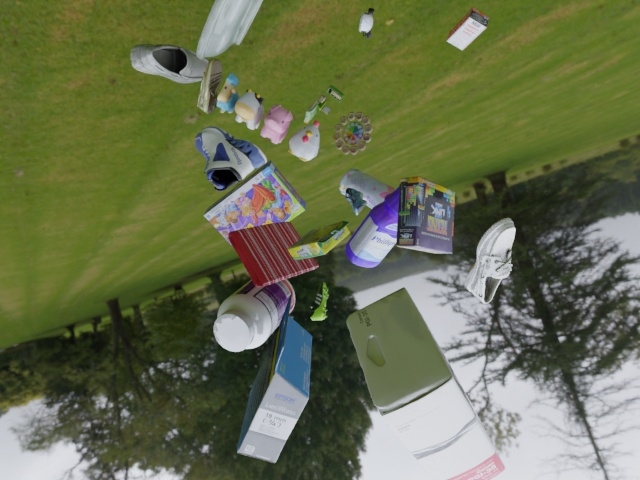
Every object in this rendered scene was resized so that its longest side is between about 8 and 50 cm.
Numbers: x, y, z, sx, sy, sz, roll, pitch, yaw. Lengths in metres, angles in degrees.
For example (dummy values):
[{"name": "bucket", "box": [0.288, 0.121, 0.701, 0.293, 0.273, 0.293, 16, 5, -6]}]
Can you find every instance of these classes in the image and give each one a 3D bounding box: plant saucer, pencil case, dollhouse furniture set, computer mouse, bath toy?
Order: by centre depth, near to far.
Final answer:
[{"name": "plant saucer", "box": [-0.234, -0.696, 1.376, 0.100, 0.401, 0.400, 26, 157, -17]}, {"name": "bath toy", "box": [-0.149, -0.380, 1.470, 0.129, 0.348, 0.151, -59, -176, 18]}, {"name": "dollhouse furniture set", "box": [0.010, -0.443, 1.564, 0.152, 0.058, 0.076, -53, -178, -18]}, {"name": "computer mouse", "box": [0.174, -0.796, 1.723, 0.042, 0.106, 0.193, 14, -152, 5]}, {"name": "pencil case", "box": [0.202, -0.179, 1.836, 0.124, 0.273, 0.113, -53, 149, -2]}]

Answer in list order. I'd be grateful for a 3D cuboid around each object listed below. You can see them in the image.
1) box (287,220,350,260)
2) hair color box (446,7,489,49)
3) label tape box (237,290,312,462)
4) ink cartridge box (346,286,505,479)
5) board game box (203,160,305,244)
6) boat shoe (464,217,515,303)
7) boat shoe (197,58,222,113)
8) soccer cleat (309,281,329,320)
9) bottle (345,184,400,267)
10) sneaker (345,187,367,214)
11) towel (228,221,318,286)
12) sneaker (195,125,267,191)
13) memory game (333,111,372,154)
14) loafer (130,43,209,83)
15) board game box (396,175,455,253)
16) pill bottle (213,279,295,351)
[{"name": "box", "box": [0.000, 0.000, 1.225, 0.105, 0.043, 0.179, -39, -169, -29]}, {"name": "hair color box", "box": [0.494, -0.708, 1.578, 0.071, 0.043, 0.141, 25, 166, -12]}, {"name": "label tape box", "box": [-0.090, 0.334, 1.164, 0.105, 0.334, 0.241, 20, -157, -8]}, {"name": "ink cartridge box", "box": [0.171, 0.250, 0.771, 0.117, 0.283, 0.207, -29, -146, 7]}, {"name": "board game box", "box": [-0.267, -0.128, 1.922, 0.347, 0.233, 0.078, -34, -158, 16]}, {"name": "boat shoe", "box": [0.482, 0.063, 1.282, 0.098, 0.096, 0.277, -14, 135, -17]}, {"name": "boat shoe", "box": [-0.294, -0.405, 1.223, 0.056, 0.048, 0.153, -48, 166, -41]}, {"name": "soccer cleat", "box": [-0.006, 0.243, 1.893, 0.072, 0.179, 0.060, -13, 133, 19]}, {"name": "bottle", "box": [0.183, -0.045, 1.325, 0.118, 0.092, 0.283, 11, 129, -33]}, {"name": "sneaker", "box": [0.119, -0.147, 1.712, 0.063, 0.073, 0.162, -53, -161, 16]}, {"name": "towel", "box": [-0.144, 0.036, 1.467, 0.274, 0.199, 0.031, -14, 156, -51]}, {"name": "sneaker", "box": [-0.357, -0.280, 1.637, 0.182, 0.315, 0.128, -51, 144, -21]}, {"name": "memory game", "box": [0.133, -0.450, 1.965, 0.186, 0.186, 0.012, -21, 166, 27]}, {"name": "loafer", "box": [-0.470, -0.584, 1.554, 0.111, 0.112, 0.319, 6, -164, 30]}, {"name": "board game box", "box": [0.226, -0.049, 0.991, 0.048, 0.141, 0.170, -2, 173, 40]}, {"name": "pill bottle", "box": [-0.215, 0.233, 1.534, 0.181, 0.182, 0.323, -20, -172, 22]}]
